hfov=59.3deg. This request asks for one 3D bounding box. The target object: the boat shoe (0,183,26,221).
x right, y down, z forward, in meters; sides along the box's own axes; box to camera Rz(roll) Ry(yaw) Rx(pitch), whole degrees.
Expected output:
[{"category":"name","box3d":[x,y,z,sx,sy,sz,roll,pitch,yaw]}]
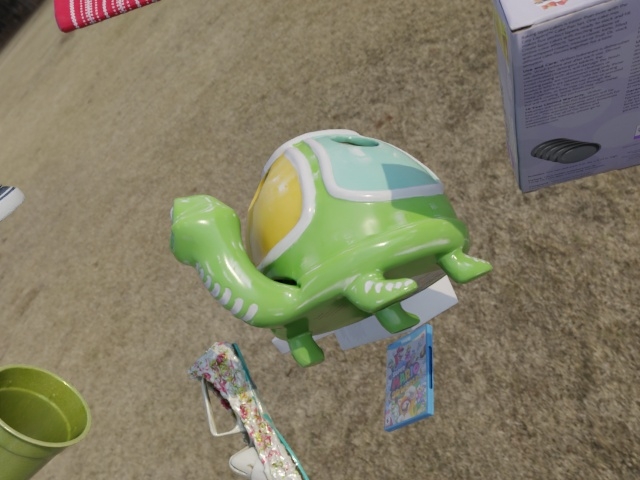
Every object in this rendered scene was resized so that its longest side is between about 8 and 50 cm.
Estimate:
[{"category":"boat shoe","box3d":[-0.344,-0.020,0.472,0.065,0.083,0.183,-18,22,36]}]

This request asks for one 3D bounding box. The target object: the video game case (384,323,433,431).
[{"category":"video game case","box3d":[0.156,0.243,0.999,0.119,0.015,0.166,-43,30,45]}]

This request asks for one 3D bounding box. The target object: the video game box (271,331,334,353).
[{"category":"video game box","box3d":[0.009,0.149,1.219,0.205,0.048,0.187,-32,13,47]}]

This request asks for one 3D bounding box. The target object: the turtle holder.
[{"category":"turtle holder","box3d":[0.004,0.005,0.650,0.321,0.243,0.227,-21,71,-12]}]

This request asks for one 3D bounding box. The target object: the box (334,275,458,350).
[{"category":"box","box3d":[0.111,0.102,0.921,0.130,0.091,0.170,-20,-5,-41]}]

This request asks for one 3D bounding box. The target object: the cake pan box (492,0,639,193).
[{"category":"cake pan box","box3d":[0.290,-0.153,0.472,0.267,0.246,0.070,-15,63,16]}]

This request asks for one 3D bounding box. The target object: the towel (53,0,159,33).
[{"category":"towel","box3d":[-0.327,-0.468,0.920,0.275,0.031,0.198,-12,81,16]}]

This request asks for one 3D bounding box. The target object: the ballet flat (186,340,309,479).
[{"category":"ballet flat","box3d":[-0.093,0.241,0.706,0.077,0.091,0.241,-24,67,-23]}]

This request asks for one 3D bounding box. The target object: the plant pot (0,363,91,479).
[{"category":"plant pot","box3d":[-0.232,0.151,0.424,0.079,0.083,0.083,-52,32,9]}]
